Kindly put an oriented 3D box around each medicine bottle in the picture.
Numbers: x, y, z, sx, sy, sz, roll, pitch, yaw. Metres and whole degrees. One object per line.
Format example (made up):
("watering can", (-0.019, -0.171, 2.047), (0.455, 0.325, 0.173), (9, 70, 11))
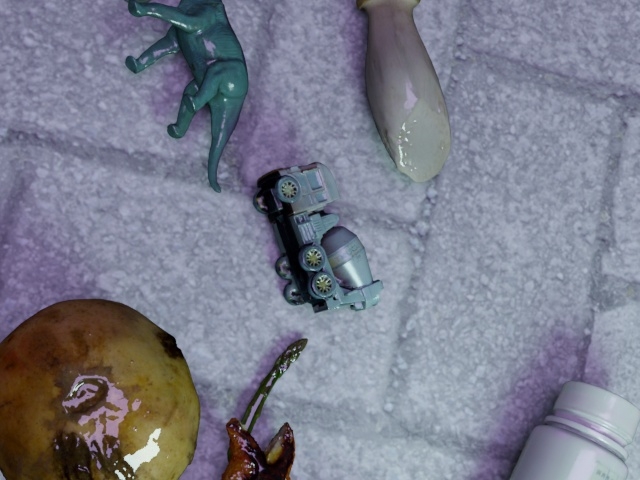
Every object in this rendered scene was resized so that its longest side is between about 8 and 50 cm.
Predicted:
("medicine bottle", (0.395, 0.382, 1.900), (0.170, 0.170, 0.293), (29, 76, -8))

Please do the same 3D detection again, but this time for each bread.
("bread", (-0.113, 0.406, 1.817), (0.139, 0.095, 0.269), (18, 73, -34))

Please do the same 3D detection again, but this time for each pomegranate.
("pomegranate", (-0.323, 0.242, 1.694), (0.322, 0.322, 0.322), (2, 81, -13))

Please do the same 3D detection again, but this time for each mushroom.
("mushroom", (0.136, -0.270, 1.964), (0.128, 0.128, 0.350), (-6, 79, -14))

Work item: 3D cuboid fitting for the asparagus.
("asparagus", (-0.089, 0.249, 1.877), (0.034, 0.027, 0.236), (33, 75, -12))

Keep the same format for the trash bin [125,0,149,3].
("trash bin", (-0.285, -0.451, 1.881), (0.059, 0.130, 0.116), (1, 81, -13))

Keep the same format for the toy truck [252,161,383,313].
("toy truck", (0.000, 0.000, 1.900), (0.140, 0.108, 0.257), (-18, 88, -28))

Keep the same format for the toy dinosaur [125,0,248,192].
("toy dinosaur", (-0.134, -0.314, 1.926), (0.330, 0.129, 0.384), (-32, 99, -33))
